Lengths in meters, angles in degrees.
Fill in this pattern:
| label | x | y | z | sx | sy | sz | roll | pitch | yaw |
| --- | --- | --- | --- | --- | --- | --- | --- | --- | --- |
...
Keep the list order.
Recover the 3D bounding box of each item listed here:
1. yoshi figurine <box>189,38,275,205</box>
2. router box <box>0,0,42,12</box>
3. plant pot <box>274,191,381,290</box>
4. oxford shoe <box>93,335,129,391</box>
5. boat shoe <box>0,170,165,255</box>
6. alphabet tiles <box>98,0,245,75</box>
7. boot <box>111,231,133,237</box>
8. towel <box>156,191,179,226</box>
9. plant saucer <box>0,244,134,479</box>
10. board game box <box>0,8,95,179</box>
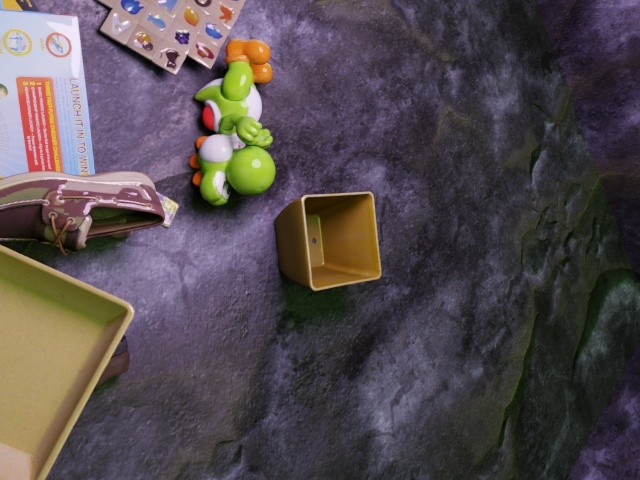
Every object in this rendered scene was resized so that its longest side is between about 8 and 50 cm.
| label | x | y | z | sx | sy | sz | roll | pitch | yaw |
| --- | --- | --- | --- | --- | --- | --- | --- | --- | --- |
| yoshi figurine | -0.162 | -0.249 | 1.191 | 0.203 | 0.202 | 0.363 | 18 | 80 | -41 |
| router box | -0.577 | -0.387 | 0.981 | 0.133 | 0.046 | 0.179 | -38 | 109 | -32 |
| plant pot | 0.000 | 0.000 | 1.292 | 0.212 | 0.187 | 0.213 | -7 | 92 | -36 |
| oxford shoe | -0.472 | 0.263 | 1.000 | 0.227 | 0.082 | 0.096 | -16 | 107 | -32 |
| boat shoe | -0.447 | -0.041 | 0.942 | 0.341 | 0.123 | 0.123 | -10 | 55 | -39 |
| alphabet tiles | -0.324 | -0.544 | 1.162 | 0.285 | 0.011 | 0.343 | 28 | 71 | -20 |
| boot | -0.416 | -0.065 | 1.088 | 0.086 | 0.042 | 0.119 | 21 | 76 | -40 |
| towel | -0.353 | -0.073 | 1.149 | 0.083 | 0.009 | 0.060 | 35 | 69 | -30 |
| plant saucer | -0.538 | 0.201 | 0.895 | 0.332 | 0.081 | 0.333 | 25 | 70 | -3 |
| board game box | -0.570 | -0.235 | 0.909 | 0.301 | 0.086 | 0.309 | -11 | 108 | -36 |
